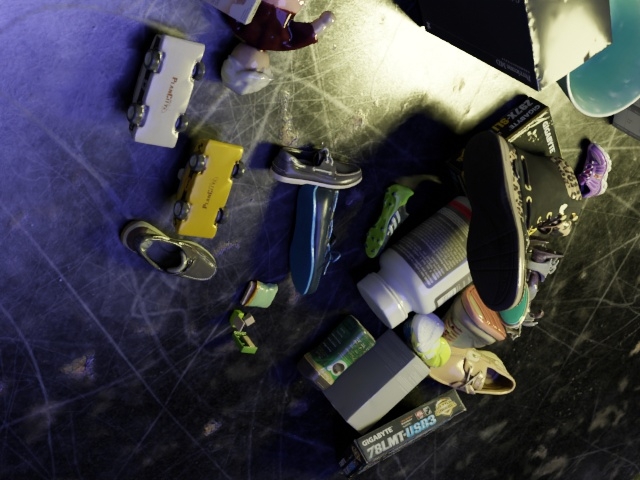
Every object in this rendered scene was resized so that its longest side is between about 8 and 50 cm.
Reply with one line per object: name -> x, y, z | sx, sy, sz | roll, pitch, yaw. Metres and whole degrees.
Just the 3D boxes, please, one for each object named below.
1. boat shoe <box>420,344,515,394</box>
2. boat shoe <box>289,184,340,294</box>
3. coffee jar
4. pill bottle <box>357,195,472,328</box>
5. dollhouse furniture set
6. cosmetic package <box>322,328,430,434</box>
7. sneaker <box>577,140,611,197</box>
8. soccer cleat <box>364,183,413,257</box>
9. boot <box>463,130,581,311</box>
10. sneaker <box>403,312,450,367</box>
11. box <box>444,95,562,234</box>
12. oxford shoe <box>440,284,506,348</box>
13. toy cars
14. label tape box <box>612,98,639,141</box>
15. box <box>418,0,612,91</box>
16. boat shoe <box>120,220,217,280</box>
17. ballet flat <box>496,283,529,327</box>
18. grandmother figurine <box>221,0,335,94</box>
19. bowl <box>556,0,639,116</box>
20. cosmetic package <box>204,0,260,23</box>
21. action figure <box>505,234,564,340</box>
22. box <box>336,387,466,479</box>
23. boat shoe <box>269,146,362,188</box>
boat shoe -> 0.401, 0.350, 2.294 | 0.341, 0.110, 0.121 | 12, 113, -40
boat shoe -> 0.000, 0.000, 1.779 | 0.089, 0.109, 0.258 | -11, 128, -32
coffee jar -> 0.035, 0.267, 2.007 | 0.184, 0.079, 0.096 | -42, 137, -3
pill bottle -> 0.247, 0.056, 1.936 | 0.319, 0.176, 0.176 | -36, 134, -8
dollhouse furniture set -> -0.141, 0.163, 1.828 | 0.076, 0.058, 0.151 | 13, 112, -40
cosmetic package -> 0.137, 0.348, 2.103 | 0.238, 0.127, 0.107 | -43, 135, 1
sneaker -> 0.687, -0.173, 2.155 | 0.071, 0.068, 0.169 | -23, 132, -12
soccer cleat -> 0.154, -0.039, 1.889 | 0.072, 0.060, 0.178 | 6, 114, -39
boot -> 0.445, -0.036, 1.840 | 0.284, 0.138, 0.377 | 4, 74, -41
sneaker -> 0.237, 0.222, 2.071 | 0.091, 0.126, 0.240 | -41, 143, -13
box -> 0.453, -0.140, 2.010 | 0.257, 0.079, 0.322 | -36, 134, -6
oxford shoe -> 0.359, 0.211, 2.075 | 0.147, 0.140, 0.397 | -27, 159, 10
toy cars -> -0.244, -0.182, 1.502 | 0.176, 0.087, 0.393 | -33, 130, -18
label tape box -> 0.829, -0.378, 1.985 | 0.106, 0.240, 0.333 | -16, 127, -23
box -> 0.314, -0.484, 1.486 | 0.179, 0.343, 0.312 | -33, 134, -12
boat shoe -> -0.281, 0.035, 1.631 | 0.224, 0.073, 0.080 | 32, 100, -43
ballet flat -> 0.471, 0.107, 2.117 | 0.086, 0.248, 0.086 | 4, 157, 2
grandmother figurine -> -0.075, -0.402, 1.451 | 0.208, 0.104, 0.342 | 24, 112, -7
bowl -> 0.597, -0.440, 1.835 | 0.312, 0.163, 0.311 | -18, 129, -24
cosmetic package -> -0.155, -0.406, 1.384 | 0.115, 0.041, 0.060 | 28, 110, -2
action figure -> 0.535, 0.137, 2.204 | 0.099, 0.185, 0.284 | 8, 115, -4
box -> 0.201, 0.502, 2.199 | 0.296, 0.073, 0.293 | -25, 162, -16
boat shoe -> 0.000, -0.149, 1.695 | 0.206, 0.075, 0.064 | 1, 123, -29
